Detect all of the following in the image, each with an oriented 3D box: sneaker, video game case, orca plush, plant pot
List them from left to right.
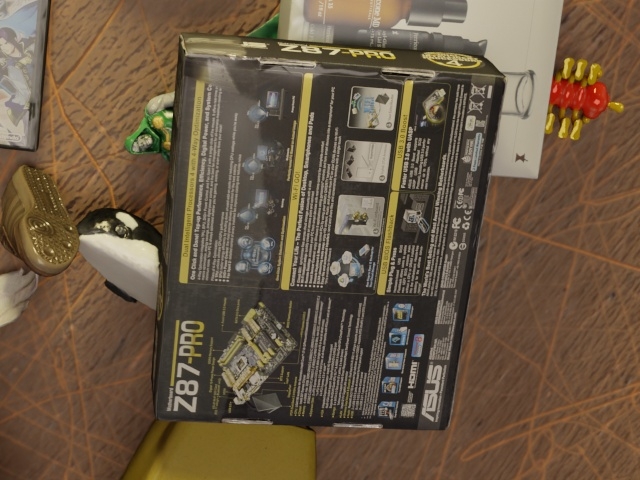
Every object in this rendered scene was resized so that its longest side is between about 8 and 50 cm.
[{"bbox_3d":[-0.428,-0.231,1.462,0.275,0.035,0.248,6,102,-9],"label":"video game case"},{"bbox_3d":[-0.303,-0.005,1.460,0.066,0.188,0.071,23,114,-27],"label":"sneaker"},{"bbox_3d":[-0.136,0.035,1.534,0.287,0.151,0.102,30,66,-10],"label":"orca plush"},{"bbox_3d":[-0.111,0.272,1.548,0.212,0.212,0.187,17,88,-11],"label":"plant pot"}]

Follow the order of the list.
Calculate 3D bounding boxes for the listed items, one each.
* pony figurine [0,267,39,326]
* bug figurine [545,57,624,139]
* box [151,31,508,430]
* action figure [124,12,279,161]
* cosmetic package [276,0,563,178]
[{"bbox_3d":[-0.452,0.186,1.445,0.351,0.303,0.363,-14,101,16],"label":"pony figurine"},{"bbox_3d":[0.265,-0.264,1.530,0.216,0.072,0.279,16,105,-5],"label":"bug figurine"},{"bbox_3d":[0.000,0.000,1.402,0.318,0.097,0.394,2,111,-12],"label":"box"},{"bbox_3d":[-0.108,-0.147,1.516,0.232,0.063,0.137,-24,108,2],"label":"action figure"},{"bbox_3d":[0.105,-0.262,1.431,0.285,0.097,0.377,2,106,-10],"label":"cosmetic package"}]
